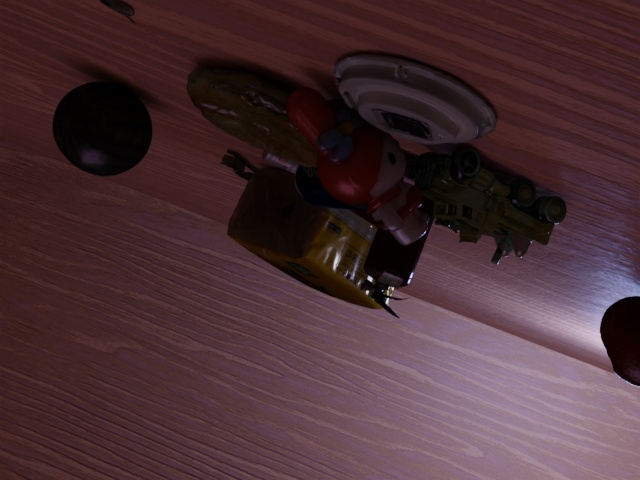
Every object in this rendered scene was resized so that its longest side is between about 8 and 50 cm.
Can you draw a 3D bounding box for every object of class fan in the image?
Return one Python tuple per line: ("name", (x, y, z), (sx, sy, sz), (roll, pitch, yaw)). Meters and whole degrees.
("fan", (-0.314, -0.357, 1.163), (0.060, 0.003, 0.080), (23, 172, -9))

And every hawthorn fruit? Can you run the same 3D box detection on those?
("hawthorn fruit", (0.744, 0.219, 1.608), (0.266, 0.210, 0.230), (-9, 147, 41))

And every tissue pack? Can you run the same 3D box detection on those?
("tissue pack", (0.000, 0.000, 1.937), (0.293, 0.228, 0.382), (18, 168, 41))

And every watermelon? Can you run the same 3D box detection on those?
("watermelon", (-0.473, -0.244, 1.658), (0.212, 0.212, 0.212), (21, 173, 3))

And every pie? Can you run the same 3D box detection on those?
("pie", (-0.094, -0.215, 1.309), (0.307, 0.071, 0.306), (20, 169, 4))

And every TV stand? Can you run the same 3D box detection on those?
("TV stand", (-0.188, -0.173, 1.987), (0.036, 0.042, 0.249), (16, 171, 23))

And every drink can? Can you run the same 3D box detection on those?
("drink can", (0.039, -0.118, 1.453), (0.118, 0.118, 0.205), (26, 170, -32))

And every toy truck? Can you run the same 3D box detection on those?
("toy truck", (0.264, -0.051, 1.240), (0.260, 0.135, 0.128), (29, 170, -25))

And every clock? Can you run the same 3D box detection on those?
("clock", (0.121, -0.179, 1.041), (0.237, 0.053, 0.236), (22, 172, 3))

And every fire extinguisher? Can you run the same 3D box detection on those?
("fire extinguisher", (0.152, 0.003, 1.408), (0.105, 0.268, 0.105), (21, 172, 3))

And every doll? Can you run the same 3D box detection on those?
("doll", (0.058, -0.121, 1.159), (0.290, 0.130, 0.161), (50, -154, -12))

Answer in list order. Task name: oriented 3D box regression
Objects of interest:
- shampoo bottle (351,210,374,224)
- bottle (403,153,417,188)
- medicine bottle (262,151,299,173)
("shampoo bottle", (0.086, -0.094, 1.700), (0.102, 0.064, 0.260), (19, 173, 46))
("bottle", (0.182, -0.111, 1.344), (0.140, 0.053, 0.053), (23, 172, -8))
("medicine bottle", (-0.070, -0.176, 1.572), (0.089, 0.057, 0.057), (23, 172, -18))
